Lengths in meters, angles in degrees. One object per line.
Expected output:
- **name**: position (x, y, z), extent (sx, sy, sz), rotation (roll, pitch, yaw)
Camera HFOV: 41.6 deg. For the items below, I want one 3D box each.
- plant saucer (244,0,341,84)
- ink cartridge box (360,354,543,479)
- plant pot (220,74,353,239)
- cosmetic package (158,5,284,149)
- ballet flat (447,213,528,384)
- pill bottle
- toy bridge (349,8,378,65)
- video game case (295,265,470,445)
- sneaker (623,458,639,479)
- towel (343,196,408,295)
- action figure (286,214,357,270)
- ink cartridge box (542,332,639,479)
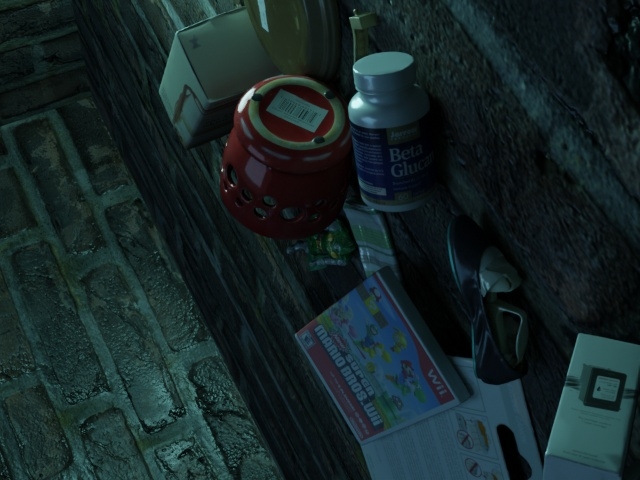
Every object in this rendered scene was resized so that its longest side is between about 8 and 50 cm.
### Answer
- **plant saucer**: position (-0.054, -0.346, 1.193), extent (0.278, 0.041, 0.278), rotation (55, 159, 33)
- **ink cartridge box**: position (0.190, 0.271, 1.223), extent (0.385, 0.091, 0.308), rotation (1, 113, 52)
- **plant pot**: position (-0.046, -0.122, 1.195), extent (0.191, 0.191, 0.174), rotation (59, 157, 25)
- **cosmetic package**: position (-0.175, -0.272, 1.447), extent (0.129, 0.153, 0.296), rotation (65, 163, 2)
- **ballet flat**: position (0.196, 0.067, 0.944), extent (0.074, 0.074, 0.203), rotation (-164, 60, -67)
- **pill bottle**: position (0.083, -0.126, 0.976), extent (0.094, 0.094, 0.169), rotation (43, 150, 52)
- **toy bridge**: position (0.067, -0.195, 1.050), extent (0.063, 0.026, 0.188), rotation (30, 139, 64)
- **video game case**: position (0.076, 0.175, 1.208), extent (0.204, 0.025, 0.285), rotation (58, 146, 8)
- **sneaker**: position (0.345, 0.355, 0.789), extent (0.257, 0.169, 0.447), rotation (45, 154, 11)
- **towel**: position (0.079, 0.011, 1.263), extent (0.113, 0.023, 0.152), rotation (20, 130, 67)
- **action figure**: position (0.000, 0.000, 1.423), extent (0.232, 0.063, 0.137), rotation (8, 116, 65)
- **ink cartridge box**: position (0.240, 0.158, 0.733), extent (0.060, 0.180, 0.104), rotation (10, 131, 22)
